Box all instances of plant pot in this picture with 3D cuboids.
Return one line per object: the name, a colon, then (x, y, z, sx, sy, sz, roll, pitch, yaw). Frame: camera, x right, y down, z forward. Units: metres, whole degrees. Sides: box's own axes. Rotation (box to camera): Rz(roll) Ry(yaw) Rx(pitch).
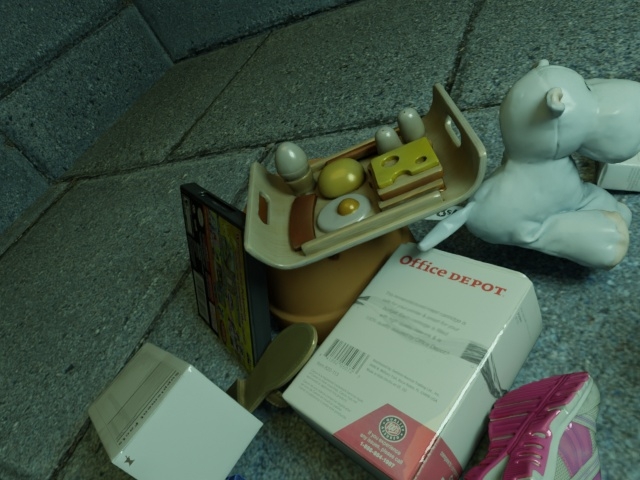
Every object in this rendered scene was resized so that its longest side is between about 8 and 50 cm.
plant pot: (0.000, 0.000, 0.805, 0.291, 0.203, 0.290, -19, 40, 17)

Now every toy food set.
toy food set: (0.043, -0.102, 0.642, 0.306, 0.092, 0.219, -22, 37, 12)

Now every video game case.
video game case: (-0.160, 0.063, 0.801, 0.035, 0.274, 0.248, -17, 29, -31)

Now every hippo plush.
hippo plush: (0.299, -0.119, 0.648, 0.295, 0.236, 0.234, 8, 29, 8)

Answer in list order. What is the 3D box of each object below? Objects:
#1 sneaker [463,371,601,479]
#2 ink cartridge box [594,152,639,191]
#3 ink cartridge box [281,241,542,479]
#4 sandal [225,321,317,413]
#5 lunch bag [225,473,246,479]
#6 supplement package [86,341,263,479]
sneaker: (0.230, 0.235, 0.483, 0.252, 0.111, 0.103, -37, 1, -37)
ink cartridge box: (0.559, -0.149, 0.737, 0.233, 0.066, 0.189, 11, 51, 15)
ink cartridge box: (0.124, 0.158, 0.614, 0.207, 0.117, 0.283, 18, 60, 45)
sandal: (-0.059, 0.213, 0.713, 0.240, 0.079, 0.088, -45, 31, 23)
lunch bag: (-0.113, 0.349, 0.602, 0.065, 0.067, 0.098, -21, 37, 12)
supplement package: (-0.214, 0.248, 0.668, 0.139, 0.134, 0.244, -52, 22, -23)
